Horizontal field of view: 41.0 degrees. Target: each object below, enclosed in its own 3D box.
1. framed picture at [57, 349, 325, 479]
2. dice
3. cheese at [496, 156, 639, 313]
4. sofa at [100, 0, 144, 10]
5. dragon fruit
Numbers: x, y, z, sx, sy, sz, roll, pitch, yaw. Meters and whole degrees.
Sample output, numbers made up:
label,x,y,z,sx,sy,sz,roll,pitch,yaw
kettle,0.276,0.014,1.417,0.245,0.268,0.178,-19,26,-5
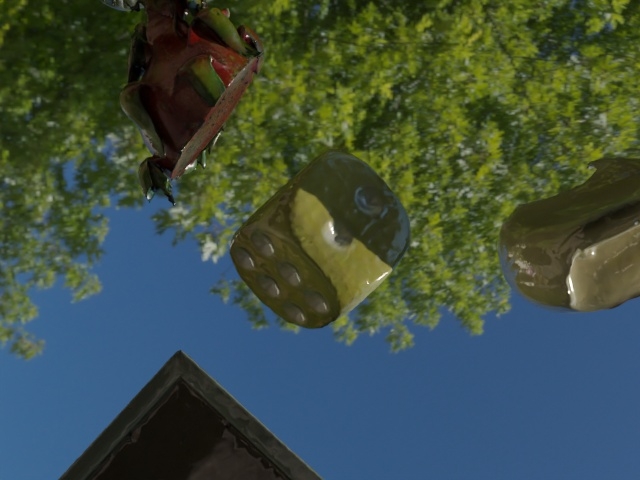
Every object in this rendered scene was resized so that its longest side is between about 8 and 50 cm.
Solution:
label,x,y,z,sx,sy,sz,roll,pitch,yaw
framed picture,-0.118,0.260,0.604,0.232,0.019,0.296,41,-101,13
dice,0.000,0.000,1.108,0.169,0.169,0.166,47,-34,-5
cheese,0.366,-0.010,1.129,0.266,0.233,0.127,-24,-72,5
sofa,-0.319,-0.510,1.358,0.176,0.225,0.210,-11,-119,33
dragon fruit,-0.107,-0.128,0.692,0.138,0.142,0.175,-40,-105,44
